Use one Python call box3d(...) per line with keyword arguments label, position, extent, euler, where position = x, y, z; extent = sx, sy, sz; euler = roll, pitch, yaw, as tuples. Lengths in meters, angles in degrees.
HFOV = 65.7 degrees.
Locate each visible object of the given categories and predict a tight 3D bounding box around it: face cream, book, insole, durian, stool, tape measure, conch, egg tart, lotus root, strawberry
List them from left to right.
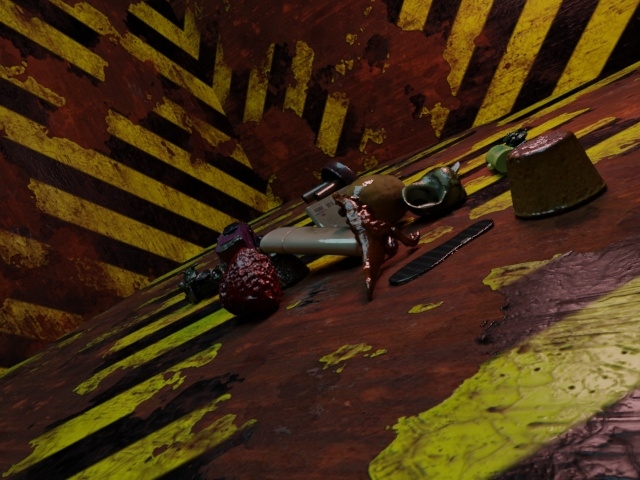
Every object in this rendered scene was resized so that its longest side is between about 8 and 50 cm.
box3d(label="tape measure", position=(-0.246, 0.059, 1.664), extent=(0.149, 0.231, 0.245), euler=(-30, 27, 4))
box3d(label="strawberry", position=(-0.200, 0.116, 1.389), extent=(0.184, 0.201, 0.187), euler=(-8, -8, -1))
box3d(label="durian", position=(-0.119, 0.089, 1.587), extent=(0.148, 0.091, 0.188), euler=(-27, 9, -8))
box3d(label="face cream", position=(0.000, 0.000, 1.514), extent=(0.349, 0.081, 0.174), euler=(1, 14, 33))
box3d(label="stool", position=(0.067, -0.171, 2.010), extent=(0.178, 0.272, 0.272), euler=(-44, 15, -13))
box3d(label="book", position=(0.085, -0.089, 1.771), extent=(0.215, 0.025, 0.282), euler=(-27, 41, -5))
box3d(label="lotus root", position=(0.169, -0.122, 1.550), extent=(0.152, 0.169, 0.343), euler=(-8, 4, 34))
box3d(label="conch", position=(0.355, -0.141, 1.533), extent=(0.182, 0.124, 0.187), euler=(-10, 44, 21))
box3d(label="insole", position=(0.285, 0.025, 1.166), extent=(0.310, 0.012, 0.110), euler=(-29, 10, -15))
box3d(label="egg tart", position=(0.514, -0.153, 1.120), extent=(0.203, 0.147, 0.202), euler=(-26, 13, 6))

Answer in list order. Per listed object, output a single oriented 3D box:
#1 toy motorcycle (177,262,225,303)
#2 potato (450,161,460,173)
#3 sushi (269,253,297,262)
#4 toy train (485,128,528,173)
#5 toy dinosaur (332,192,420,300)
box3d(label="toy motorcycle", position=(-0.464, 0.153, 1.994), extent=(0.205, 0.127, 0.275), euler=(-29, 14, -1))
box3d(label="potato", position=(0.525, -0.265, 1.966), extent=(0.093, 0.036, 0.037), euler=(-42, 45, 11))
box3d(label="sushi", position=(-0.187, 0.035, 2.084), extent=(0.359, 0.064, 0.343), euler=(-23, 11, 19))
box3d(label="toy train", position=(0.631, -0.288, 1.663), extent=(0.157, 0.105, 0.253), euler=(-37, 6, 16))
box3d(label="toy dinosaur", position=(0.152, -0.001, 1.277), extent=(0.097, 0.208, 0.432), euler=(-62, 30, 27))
